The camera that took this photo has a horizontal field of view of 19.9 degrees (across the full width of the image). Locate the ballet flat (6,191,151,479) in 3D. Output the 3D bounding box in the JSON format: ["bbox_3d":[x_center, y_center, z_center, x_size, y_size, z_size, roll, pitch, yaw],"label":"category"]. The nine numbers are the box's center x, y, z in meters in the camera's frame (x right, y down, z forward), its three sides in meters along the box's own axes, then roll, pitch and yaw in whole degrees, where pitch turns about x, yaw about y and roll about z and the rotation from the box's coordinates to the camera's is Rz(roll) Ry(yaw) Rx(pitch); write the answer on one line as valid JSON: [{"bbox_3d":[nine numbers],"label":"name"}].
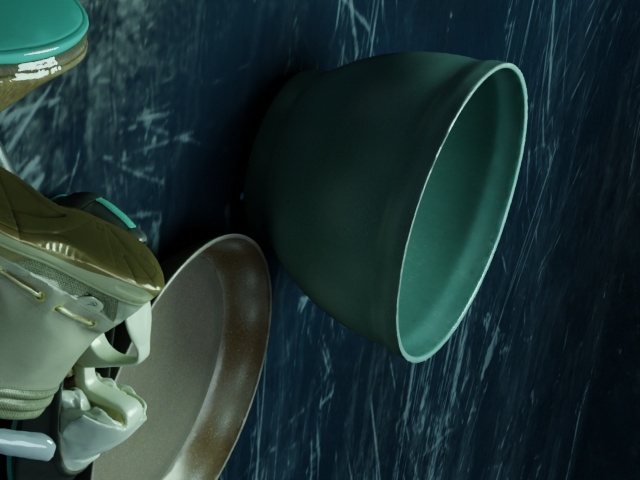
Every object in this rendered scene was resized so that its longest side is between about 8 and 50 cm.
[{"bbox_3d":[-0.184,0.100,1.413,0.095,0.096,0.280,-38,143,-56],"label":"ballet flat"}]

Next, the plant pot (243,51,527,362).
[{"bbox_3d":[0.050,-0.055,1.728,0.293,0.196,0.293,-52,153,-40],"label":"plant pot"}]

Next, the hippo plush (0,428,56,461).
[{"bbox_3d":[-0.324,0.132,0.979,0.236,0.234,0.294,-42,-176,3],"label":"hippo plush"}]

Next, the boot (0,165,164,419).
[{"bbox_3d":[-0.234,0.035,1.232,0.213,0.077,0.165,27,119,-34],"label":"boot"}]

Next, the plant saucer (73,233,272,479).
[{"bbox_3d":[-0.138,0.135,1.632,0.310,0.050,0.310,-53,154,-41],"label":"plant saucer"}]

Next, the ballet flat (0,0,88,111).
[{"bbox_3d":[-0.266,-0.089,1.045,0.124,0.116,0.342,-57,165,23],"label":"ballet flat"}]

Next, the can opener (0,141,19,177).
[{"bbox_3d":[-0.220,-0.006,1.281,0.073,0.059,0.186,-54,154,-37],"label":"can opener"}]
